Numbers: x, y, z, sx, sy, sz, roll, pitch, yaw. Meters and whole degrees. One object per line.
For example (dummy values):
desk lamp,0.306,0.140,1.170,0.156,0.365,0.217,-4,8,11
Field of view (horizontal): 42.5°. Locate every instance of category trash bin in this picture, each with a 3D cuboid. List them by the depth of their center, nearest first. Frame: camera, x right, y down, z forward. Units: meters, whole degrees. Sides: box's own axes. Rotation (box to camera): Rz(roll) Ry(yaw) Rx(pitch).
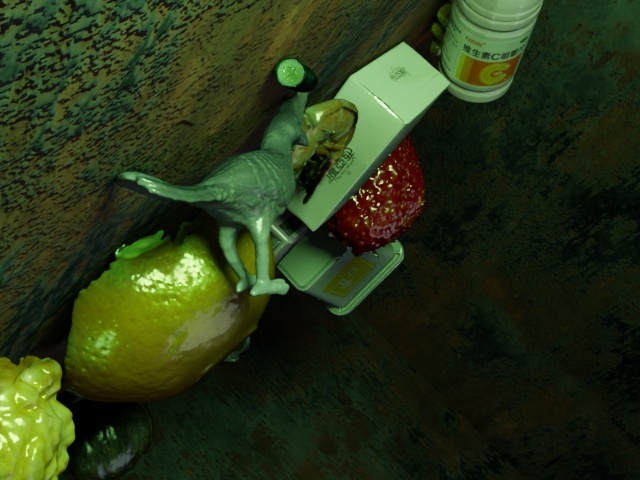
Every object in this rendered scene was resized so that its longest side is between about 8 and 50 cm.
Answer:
trash bin,0.000,0.000,1.950,0.256,0.296,0.367,-44,164,9

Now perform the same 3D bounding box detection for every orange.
orange,-0.180,0.073,1.033,0.334,0.196,0.263,-34,157,-39

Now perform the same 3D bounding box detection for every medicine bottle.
medicine bottle,0.266,-0.339,1.286,0.133,0.133,0.250,-44,163,-23

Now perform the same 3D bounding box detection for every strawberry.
strawberry,0.094,-0.121,1.634,0.277,0.257,0.257,-63,174,9

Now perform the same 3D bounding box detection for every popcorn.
popcorn,-0.312,0.188,0.797,0.180,0.170,0.180,-32,161,-12

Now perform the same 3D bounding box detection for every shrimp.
shrimp,-0.040,-0.101,1.207,0.178,0.075,0.289,-13,143,-53

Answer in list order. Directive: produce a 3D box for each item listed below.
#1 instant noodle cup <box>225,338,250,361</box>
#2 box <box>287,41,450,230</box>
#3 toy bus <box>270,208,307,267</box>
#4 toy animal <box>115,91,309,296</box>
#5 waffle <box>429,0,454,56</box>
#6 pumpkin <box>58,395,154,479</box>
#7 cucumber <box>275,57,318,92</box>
instant noodle cup,-0.178,0.096,1.420,0.208,0.177,0.126,82,28,-47
box,0.061,-0.170,1.355,0.274,0.116,0.203,-49,178,40
toy bus,-0.117,0.015,1.506,0.199,0.108,0.096,-47,176,36
toy animal,-0.083,-0.032,0.887,0.081,0.206,0.367,1,-158,24
waffle,0.299,-0.449,1.441,0.309,0.065,0.283,-43,176,15
pumpkin,-0.415,0.352,1.485,0.237,0.159,0.238,-26,-174,3
cucumber,-0.023,-0.178,0.905,0.032,0.032,0.133,-46,179,9
